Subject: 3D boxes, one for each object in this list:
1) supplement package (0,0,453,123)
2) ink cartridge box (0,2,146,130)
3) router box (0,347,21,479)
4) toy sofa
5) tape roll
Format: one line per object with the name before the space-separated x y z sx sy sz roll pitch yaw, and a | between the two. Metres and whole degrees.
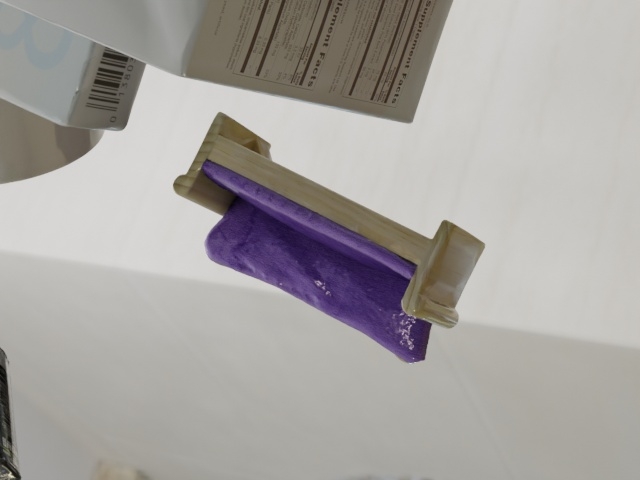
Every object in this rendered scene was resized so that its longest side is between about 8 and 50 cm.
supplement package | -0.049 -0.216 0.978 0.262 0.199 0.198 4 -72 -54
ink cartridge box | -0.291 -0.302 1.231 0.091 0.385 0.308 -1 -68 -63
router box | -0.263 0.126 0.918 0.038 0.122 0.092 73 -179 -57
toy sofa | 0.000 0.000 1.705 0.177 0.362 0.150 -63 -24 0
tape roll | -0.390 -0.190 1.667 0.246 0.246 0.169 -48 -41 -51
